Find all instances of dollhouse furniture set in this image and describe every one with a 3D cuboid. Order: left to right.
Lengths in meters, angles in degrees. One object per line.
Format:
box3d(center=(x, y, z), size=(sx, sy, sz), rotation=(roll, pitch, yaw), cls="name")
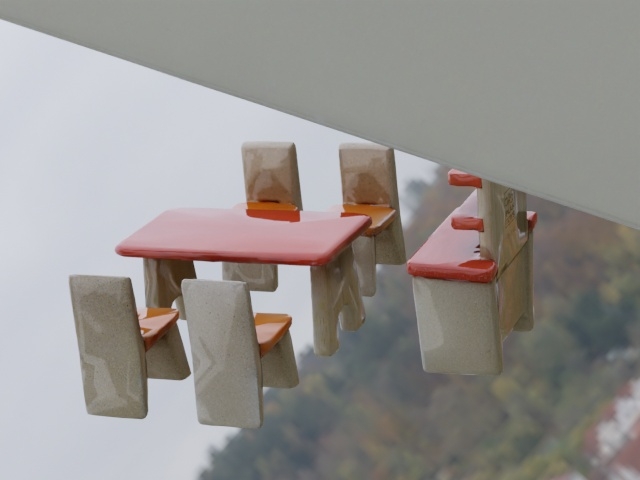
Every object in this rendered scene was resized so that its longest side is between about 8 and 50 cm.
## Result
box3d(center=(0.000, 0.000, 1.134), size=(0.262, 0.259, 0.135), rotation=(-44, -49, -59), cls="dollhouse furniture set")

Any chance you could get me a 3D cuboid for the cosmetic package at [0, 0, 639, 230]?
box3d(center=(0.035, -0.110, 0.562), size=(0.160, 0.309, 0.113), rotation=(-71, -3, -57), cls="cosmetic package")
